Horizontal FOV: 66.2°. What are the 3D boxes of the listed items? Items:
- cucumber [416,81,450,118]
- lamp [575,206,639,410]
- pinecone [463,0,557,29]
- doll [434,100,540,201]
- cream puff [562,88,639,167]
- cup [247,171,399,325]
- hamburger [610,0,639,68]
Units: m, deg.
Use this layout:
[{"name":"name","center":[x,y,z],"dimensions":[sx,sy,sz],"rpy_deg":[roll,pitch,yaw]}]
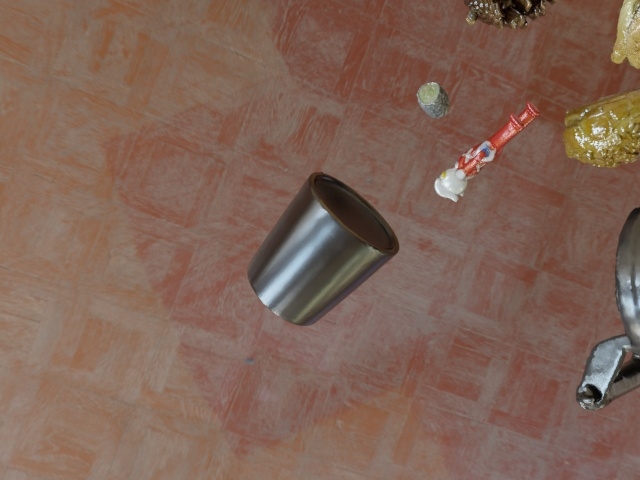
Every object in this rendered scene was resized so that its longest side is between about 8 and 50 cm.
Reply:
[{"name":"cucumber","center":[0.244,-0.301,1.062],"dimensions":[0.064,0.112,0.064],"rpy_deg":[1,93,23]},{"name":"lamp","center":[0.478,0.055,0.525],"dimensions":[0.205,0.272,0.374],"rpy_deg":[-3,106,-35]},{"name":"pinecone","center":[0.375,-0.504,0.945],"dimensions":[0.212,0.168,0.185],"rpy_deg":[-30,78,-10]},{"name":"doll","center":[0.477,-0.250,1.469],"dimensions":[0.099,0.384,0.188],"rpy_deg":[48,47,9]},{"name":"cream puff","center":[0.427,-0.160,0.717],"dimensions":[0.126,0.144,0.103],"rpy_deg":[-19,99,-21]},{"name":"cup","center":[0.011,0.012,0.764],"dimensions":[0.166,0.239,0.177],"rpy_deg":[44,112,8]},{"name":"hamburger","center":[0.865,-0.570,1.312],"dimensions":[0.131,0.124,0.262],"rpy_deg":[-42,141,-15]}]
